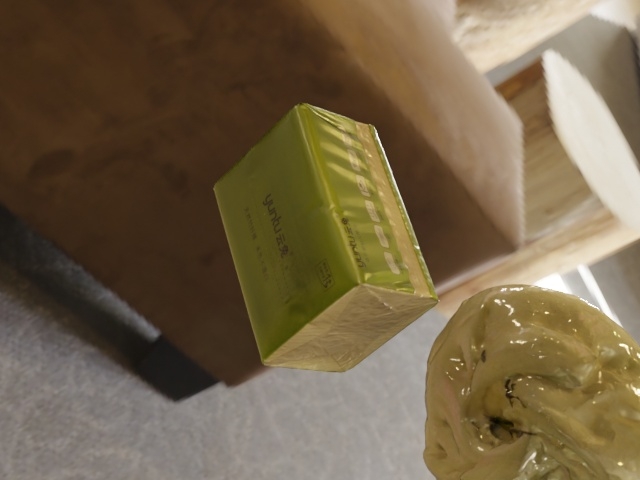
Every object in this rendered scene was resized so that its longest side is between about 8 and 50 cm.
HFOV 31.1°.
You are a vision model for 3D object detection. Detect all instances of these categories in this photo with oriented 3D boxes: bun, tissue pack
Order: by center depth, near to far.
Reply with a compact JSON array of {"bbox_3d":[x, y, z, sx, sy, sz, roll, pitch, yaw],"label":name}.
[{"bbox_3d":[0.177,0.156,0.941,0.237,0.210,0.116,48,33,15],"label":"bun"},{"bbox_3d":[0.000,0.000,1.473,0.167,0.200,0.274,11,49,-43],"label":"tissue pack"}]
